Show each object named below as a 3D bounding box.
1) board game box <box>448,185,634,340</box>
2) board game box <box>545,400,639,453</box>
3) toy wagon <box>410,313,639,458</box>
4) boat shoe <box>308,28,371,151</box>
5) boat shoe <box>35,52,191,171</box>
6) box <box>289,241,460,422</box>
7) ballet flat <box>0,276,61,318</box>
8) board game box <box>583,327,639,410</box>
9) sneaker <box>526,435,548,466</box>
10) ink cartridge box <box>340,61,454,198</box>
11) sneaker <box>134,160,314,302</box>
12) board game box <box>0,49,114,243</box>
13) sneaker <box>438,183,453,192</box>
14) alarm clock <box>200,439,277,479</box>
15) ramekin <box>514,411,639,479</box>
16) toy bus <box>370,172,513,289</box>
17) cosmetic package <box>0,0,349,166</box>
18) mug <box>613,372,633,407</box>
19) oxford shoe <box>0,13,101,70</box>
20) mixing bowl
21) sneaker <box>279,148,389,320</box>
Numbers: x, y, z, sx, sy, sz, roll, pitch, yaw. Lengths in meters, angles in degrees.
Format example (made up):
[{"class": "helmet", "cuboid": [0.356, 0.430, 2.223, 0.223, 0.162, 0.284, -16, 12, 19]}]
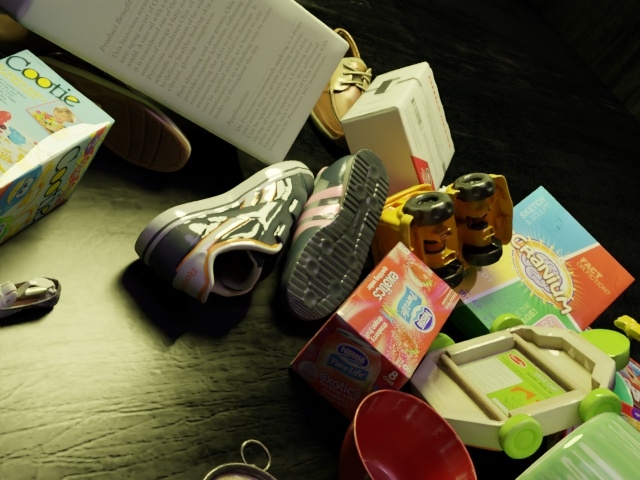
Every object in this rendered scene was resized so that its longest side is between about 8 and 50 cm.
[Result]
[{"class": "board game box", "cuboid": [0.364, 0.075, 1.479, 0.316, 0.064, 0.242, -35, 76, -32]}, {"class": "board game box", "cuboid": [0.397, 0.310, 1.222, 0.146, 0.045, 0.194, 27, 51, -10]}, {"class": "toy wagon", "cuboid": [0.308, 0.190, 1.203, 0.344, 0.068, 0.267, -14, 23, -13]}, {"class": "boat shoe", "cuboid": [0.039, -0.308, 1.676, 0.122, 0.120, 0.324, 17, 38, -31]}, {"class": "boat shoe", "cuboid": [-0.296, -0.195, 1.224, 0.257, 0.095, 0.095, 32, 27, -12]}, {"class": "box", "cuboid": [0.084, 0.124, 1.191, 0.128, 0.123, 0.257, 42, 32, 4]}, {"class": "ballet flat", "cuboid": [-0.332, 0.058, 0.925, 0.114, 0.041, 0.041, -11, 57, -51]}, {"class": "board game box", "cuboid": [0.510, 0.217, 1.604, 0.281, 0.027, 0.145, 36, 34, -6]}, {"class": "sneaker", "cuboid": [0.378, 0.284, 1.317, 0.163, 0.086, 0.226, -1, 59, -32]}, {"class": "ink cartridge box", "cuboid": [0.151, -0.190, 1.573, 0.197, 0.114, 0.273, 70, 26, -21]}, {"class": "sneaker", "cuboid": [-0.096, -0.006, 1.169, 0.127, 0.126, 0.321, 44, 43, 16]}, {"class": "board game box", "cuboid": [-0.383, -0.085, 0.950, 0.144, 0.142, 0.275, 39, 32, -1]}, {"class": "sneaker", "cuboid": [0.316, 0.001, 1.598, 0.293, 0.102, 0.146, 22, 37, -27]}, {"class": "alarm clock", "cuboid": [-0.081, 0.286, 0.881, 0.129, 0.064, 0.192, 31, 36, -14]}, {"class": "ramekin", "cuboid": [0.294, 0.341, 0.990, 0.303, 0.303, 0.148, -7, 48, -49]}, {"class": "toy bus", "cuboid": [0.176, -0.028, 1.402, 0.220, 0.150, 0.211, -26, 26, -27]}, {"class": "cosmetic package", "cuboid": [-0.200, -0.310, 1.219, 0.453, 0.230, 0.161, 28, 5, -42]}, {"class": "mug", "cuboid": [0.423, 0.250, 1.408, 0.157, 0.097, 0.129, 38, 33, -2]}, {"class": "oxford shoe", "cuboid": [-0.412, -0.308, 1.240, 0.227, 0.096, 0.083, 4, 48, -41]}, {"class": "mixing bowl", "cuboid": [0.089, 0.283, 1.025, 0.181, 0.098, 0.181, 26, 34, -19]}, {"class": "sneaker", "cuboid": [0.000, 0.000, 1.294, 0.112, 0.131, 0.319, 49, 49, -24]}]
